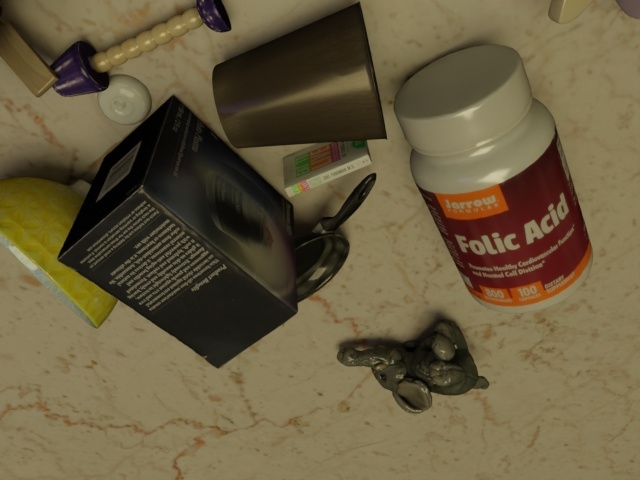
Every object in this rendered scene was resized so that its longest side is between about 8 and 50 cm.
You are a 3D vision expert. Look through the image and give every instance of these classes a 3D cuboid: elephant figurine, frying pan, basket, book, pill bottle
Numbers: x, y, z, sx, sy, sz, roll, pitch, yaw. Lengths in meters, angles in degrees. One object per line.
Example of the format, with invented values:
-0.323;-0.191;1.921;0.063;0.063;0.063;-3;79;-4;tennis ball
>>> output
0.192;0.271;1.297;0.240;0.185;0.169;-27;167;28;elephant figurine
-0.025;0.012;1.071;0.197;0.053;0.326;-23;149;-26;frying pan
-0.032;-0.223;0.910;0.227;0.154;0.204;-10;125;9;basket
0.010;-0.127;1.010;0.144;0.096;0.035;-22;124;12;book
0.276;-0.088;0.975;0.224;0.224;0.392;-24;124;14;pill bottle

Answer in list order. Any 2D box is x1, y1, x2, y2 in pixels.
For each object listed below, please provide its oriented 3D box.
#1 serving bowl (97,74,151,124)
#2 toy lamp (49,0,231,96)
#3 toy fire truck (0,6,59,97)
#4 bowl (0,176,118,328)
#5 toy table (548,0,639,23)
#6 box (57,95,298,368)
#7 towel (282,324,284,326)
-0.310;-0.217;0.969;0.084;0.027;0.083;-1;125;-2;serving bowl
-0.268;-0.284;0.895;0.275;0.080;0.080;-21;124;8;toy lamp
-0.431;-0.339;0.819;0.217;0.158;0.246;-24;144;20;toy fire truck
-0.417;-0.009;1.015;0.156;0.290;0.289;-47;125;-22;bowl
0.382;-0.409;0.759;0.161;0.252;0.274;-12;119;-15;toy table
-0.193;-0.019;0.956;0.183;0.296;0.294;-35;121;20;box
-0.159;0.098;1.210;0.237;0.021;0.102;21;123;-18;towel
